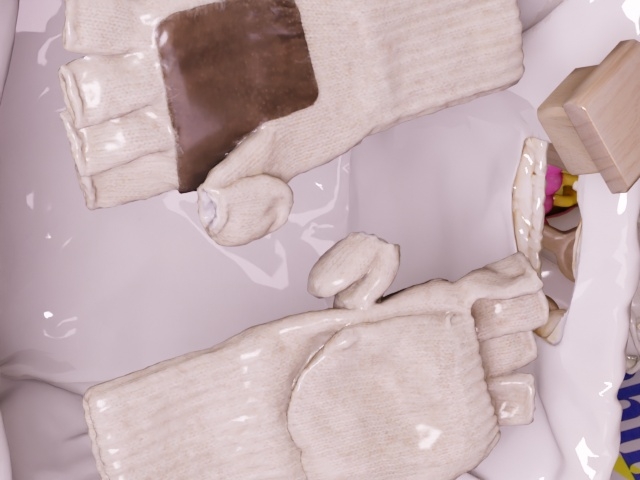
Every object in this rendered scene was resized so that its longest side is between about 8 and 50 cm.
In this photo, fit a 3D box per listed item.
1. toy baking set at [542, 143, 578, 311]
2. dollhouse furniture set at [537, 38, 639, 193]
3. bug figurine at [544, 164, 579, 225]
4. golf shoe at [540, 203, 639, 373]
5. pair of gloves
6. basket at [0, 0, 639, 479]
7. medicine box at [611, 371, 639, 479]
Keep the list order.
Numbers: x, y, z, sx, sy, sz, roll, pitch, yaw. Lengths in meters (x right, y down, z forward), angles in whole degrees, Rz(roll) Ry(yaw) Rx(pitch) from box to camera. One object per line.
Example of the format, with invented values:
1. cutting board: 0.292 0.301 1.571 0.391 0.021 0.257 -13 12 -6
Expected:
1. toy baking set: 0.063 -0.028 1.086 0.256 0.030 0.197 -2 105 11
2. dollhouse furniture set: 0.182 -0.248 0.722 0.355 0.174 0.303 -48 115 -30
3. bug figurine: 0.172 0.033 1.141 0.279 0.072 0.216 14 110 6
4. golf shoe: 0.223 0.042 1.222 0.306 0.140 0.115 -18 137 -5
5. pair of gloves: 0.000 0.000 0.745 0.204 0.042 0.240 -10 105 -19
6. basket: -0.052 -0.016 0.885 0.331 0.266 0.328 -2 102 -23
7. medicine box: 0.185 0.217 1.278 0.289 0.263 0.149 -23 136 -1
